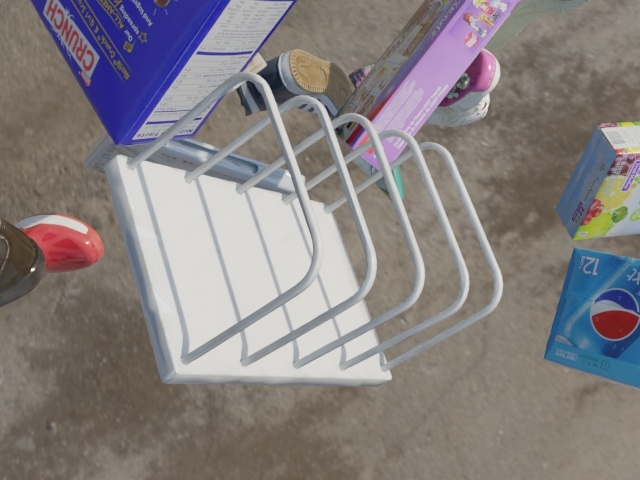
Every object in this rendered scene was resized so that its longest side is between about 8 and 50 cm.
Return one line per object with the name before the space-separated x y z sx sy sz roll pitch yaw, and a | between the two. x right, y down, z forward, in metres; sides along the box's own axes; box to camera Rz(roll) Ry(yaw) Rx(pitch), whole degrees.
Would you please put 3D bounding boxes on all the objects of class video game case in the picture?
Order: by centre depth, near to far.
video game case | -0.215 -0.111 1.637 0.300 0.329 0.036 17 80 -18

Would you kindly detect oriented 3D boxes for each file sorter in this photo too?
file sorter | 0.000 0.000 0.847 0.173 0.193 0.278 -33 154 30

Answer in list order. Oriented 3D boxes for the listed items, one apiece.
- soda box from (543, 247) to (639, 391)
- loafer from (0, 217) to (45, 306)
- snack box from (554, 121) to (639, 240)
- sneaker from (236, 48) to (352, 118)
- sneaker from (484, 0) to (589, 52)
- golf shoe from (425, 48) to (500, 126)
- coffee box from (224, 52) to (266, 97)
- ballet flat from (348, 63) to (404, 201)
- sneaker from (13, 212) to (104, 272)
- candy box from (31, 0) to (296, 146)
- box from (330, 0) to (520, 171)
soda box | 0.224 0.066 0.596 0.210 0.071 0.067 22 84 -42
loafer | -0.331 0.036 0.794 0.220 0.080 0.078 -29 140 -15
snack box | 0.466 -0.088 1.454 0.207 0.070 0.174 -7 140 -18
sneaker | -0.051 -0.276 1.893 0.153 0.282 0.099 -13 77 25
sneaker | 0.331 -0.434 1.646 0.131 0.350 0.148 11 74 -30
golf shoe | 0.232 -0.250 1.662 0.140 0.306 0.115 13 86 -18
coffee box | -0.219 -0.345 1.672 0.098 0.141 0.246 -31 102 31
ballet flat | 0.079 -0.161 1.556 0.079 0.077 0.221 -5 115 9
sneaker | -0.375 0.036 1.202 0.221 0.128 0.087 -2 127 18
candy box | -0.152 -0.297 1.016 0.122 0.268 0.317 -9 150 -50
box | 0.131 -0.230 1.296 0.057 0.201 0.293 37 96 -14
